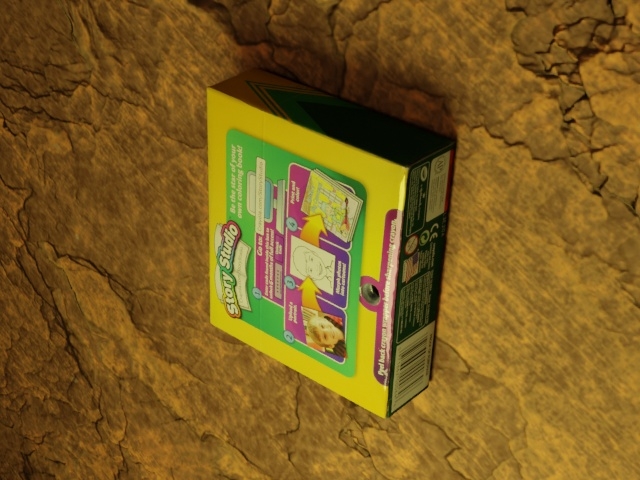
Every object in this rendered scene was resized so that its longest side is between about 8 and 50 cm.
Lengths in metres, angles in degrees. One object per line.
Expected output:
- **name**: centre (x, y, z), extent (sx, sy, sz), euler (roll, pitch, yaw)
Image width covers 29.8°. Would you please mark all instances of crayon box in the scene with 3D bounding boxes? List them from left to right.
- **crayon box**: centre (0.000, 0.000, 1.529), extent (0.313, 0.106, 0.363), euler (26, 128, 33)
